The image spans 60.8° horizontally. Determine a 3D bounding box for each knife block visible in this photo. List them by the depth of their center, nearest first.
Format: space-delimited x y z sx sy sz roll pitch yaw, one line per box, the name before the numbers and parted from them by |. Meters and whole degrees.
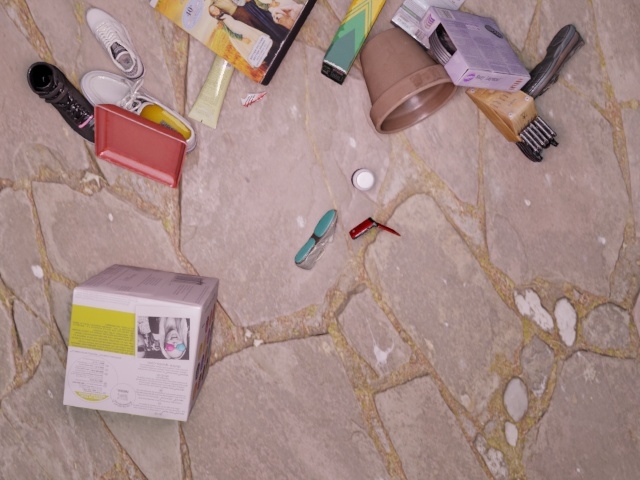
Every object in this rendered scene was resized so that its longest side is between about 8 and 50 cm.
knife block | 0.588 -0.360 1.658 0.088 0.242 0.275 -43 52 4

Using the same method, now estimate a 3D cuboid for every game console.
game console | 0.161 -0.020 1.655 0.124 0.144 0.085 -35 96 4

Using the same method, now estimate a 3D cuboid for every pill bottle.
pill bottle | 0.129 -0.183 1.643 0.067 0.120 0.067 0 98 -1

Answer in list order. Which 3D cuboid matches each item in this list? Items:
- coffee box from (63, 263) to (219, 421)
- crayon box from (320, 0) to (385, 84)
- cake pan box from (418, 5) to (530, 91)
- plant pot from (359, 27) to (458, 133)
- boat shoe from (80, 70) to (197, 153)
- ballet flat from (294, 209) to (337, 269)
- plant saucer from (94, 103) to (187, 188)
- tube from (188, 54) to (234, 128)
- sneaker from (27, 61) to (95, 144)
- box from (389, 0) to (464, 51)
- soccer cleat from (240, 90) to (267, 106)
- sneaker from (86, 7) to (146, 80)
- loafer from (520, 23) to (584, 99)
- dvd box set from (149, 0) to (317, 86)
coffee box | -0.501 0.281 1.585 0.338 0.337 0.334 8 98 -3
crayon box | 0.109 -0.614 1.541 0.081 0.202 0.318 28 95 -5
cake pan box | 0.425 -0.529 1.510 0.267 0.070 0.246 -6 60 -33
plant pot | 0.225 -0.469 1.557 0.263 0.263 0.229 -27 81 3
boat shoe | -0.520 -0.379 1.561 0.367 0.156 0.136 35 77 -9
ballet flat | 0.000 0.000 1.703 0.068 0.072 0.213 32 98 -33
plant saucer | -0.514 -0.275 1.569 0.259 0.258 0.048 22 60 -11
tube | -0.313 -0.463 1.628 0.062 0.070 0.240 12 107 -47
sneaker | -0.733 -0.393 1.579 0.104 0.147 0.296 -39 99 2
box | 0.319 -0.684 1.617 0.145 0.038 0.186 35 97 -6
soccer cleat | -0.202 -0.434 1.646 0.083 0.029 0.035 -27 102 7
sneaker | -0.598 -0.578 1.583 0.090 0.095 0.235 -37 96 6
loafer | 0.695 -0.510 1.626 0.084 0.096 0.267 32 93 -16
dvd box set | -0.242 -0.674 1.511 0.420 0.062 0.307 38 109 9
